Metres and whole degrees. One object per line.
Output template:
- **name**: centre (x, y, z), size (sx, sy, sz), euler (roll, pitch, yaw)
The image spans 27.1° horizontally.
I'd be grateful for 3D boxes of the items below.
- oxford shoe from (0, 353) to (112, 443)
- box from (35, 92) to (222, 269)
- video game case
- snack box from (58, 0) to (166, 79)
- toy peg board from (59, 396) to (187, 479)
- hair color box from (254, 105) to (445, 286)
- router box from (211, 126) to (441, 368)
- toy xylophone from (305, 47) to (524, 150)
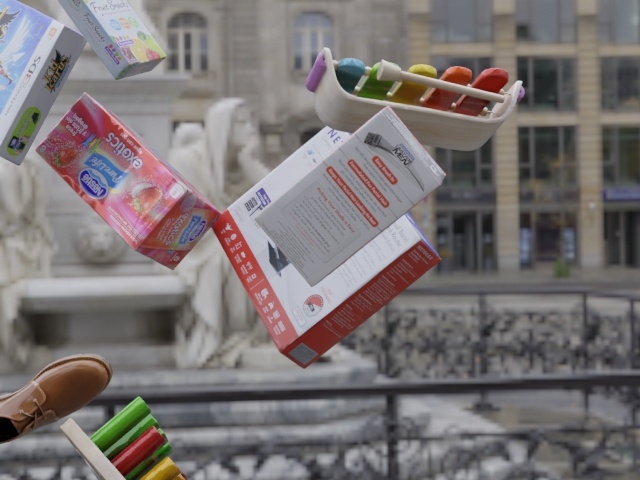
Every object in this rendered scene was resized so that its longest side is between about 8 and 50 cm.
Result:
- **oxford shoe**: centre (-0.364, 0.217, 1.723), size (0.212, 0.076, 0.076), euler (-28, 19, 8)
- **box**: centre (-0.340, -0.104, 2.353), size (0.300, 0.142, 0.154), euler (42, 2, 25)
- **video game case**: centre (-0.546, -0.288, 2.271), size (0.269, 0.244, 0.061), euler (29, 1, 40)
- **snack box**: centre (-0.284, -0.290, 1.807), size (0.037, 0.141, 0.100), euler (-37, -3, 26)
- **toy peg board**: centre (-0.160, 0.241, 1.309), size (0.160, 0.079, 0.161), euler (42, -17, 26)
- **hair color box**: centre (0.029, -0.043, 1.302), size (0.167, 0.093, 0.053), euler (-39, 3, 18)
- **router box**: centre (0.000, 0.000, 2.274), size (0.301, 0.335, 0.082), euler (-40, -41, 8)
- **toy xylophone**: centre (0.147, -0.211, 1.935), size (0.322, 0.081, 0.236), euler (11, -19, -18)
